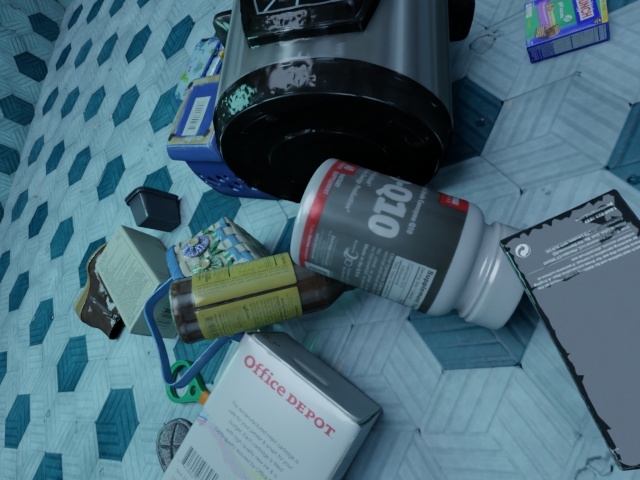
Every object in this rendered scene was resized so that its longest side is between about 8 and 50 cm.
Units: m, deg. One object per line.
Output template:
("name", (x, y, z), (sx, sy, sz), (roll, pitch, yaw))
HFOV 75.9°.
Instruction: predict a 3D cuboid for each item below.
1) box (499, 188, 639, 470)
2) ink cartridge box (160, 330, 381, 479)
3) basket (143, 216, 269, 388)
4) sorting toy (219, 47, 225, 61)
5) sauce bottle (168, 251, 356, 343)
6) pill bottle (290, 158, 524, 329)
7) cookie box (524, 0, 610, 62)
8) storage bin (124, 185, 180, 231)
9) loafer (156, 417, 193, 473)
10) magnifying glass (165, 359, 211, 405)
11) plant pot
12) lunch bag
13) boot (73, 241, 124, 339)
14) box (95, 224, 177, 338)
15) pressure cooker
("box", (0.288, 0.092, 0.389), (0.103, 0.261, 0.184), (-29, 58, 26))
("ink cartridge box", (-0.082, 0.330, 0.641), (0.226, 0.131, 0.306), (32, 92, 25))
("basket", (-0.227, 0.110, 0.823), (0.289, 0.201, 0.255), (-48, 46, 2))
("sorting toy", (-0.094, -0.496, 0.877), (0.047, 0.196, 0.348), (44, 71, 5))
("sauce bottle", (-0.055, 0.075, 0.662), (0.345, 0.111, 0.111), (-11, 58, -9))
("pill bottle", (0.118, 0.005, 0.559), (0.284, 0.161, 0.161), (20, 85, 11))
("cookie box", (0.379, -0.340, 0.635), (0.107, 0.040, 0.091), (-6, 68, 35))
("storage bin", (-0.459, -0.076, 1.132), (0.098, 0.135, 0.090), (-33, 65, 24))
("loafer", (-0.216, 0.480, 0.762), (0.109, 0.095, 0.302), (-28, 57, -9))
("magnifying glass", (-0.265, 0.329, 0.889), (0.231, 0.026, 0.092), (11, 79, 42))
("plant pot", (-0.194, -0.240, 0.931), (0.236, 0.212, 0.235), (11, 80, 39))
("lunch bag", (-0.329, -0.486, 1.216), (0.176, 0.090, 0.218), (29, 93, 38))
("boot", (-0.613, 0.143, 1.211), (0.207, 0.090, 0.248), (20, 84, 29))
("box", (-0.452, 0.099, 1.057), (0.311, 0.121, 0.147), (39, 98, 41))
("pressure cooker", (0.022, -0.304, 0.686), (0.376, 0.370, 0.419), (-22, 57, 53))
